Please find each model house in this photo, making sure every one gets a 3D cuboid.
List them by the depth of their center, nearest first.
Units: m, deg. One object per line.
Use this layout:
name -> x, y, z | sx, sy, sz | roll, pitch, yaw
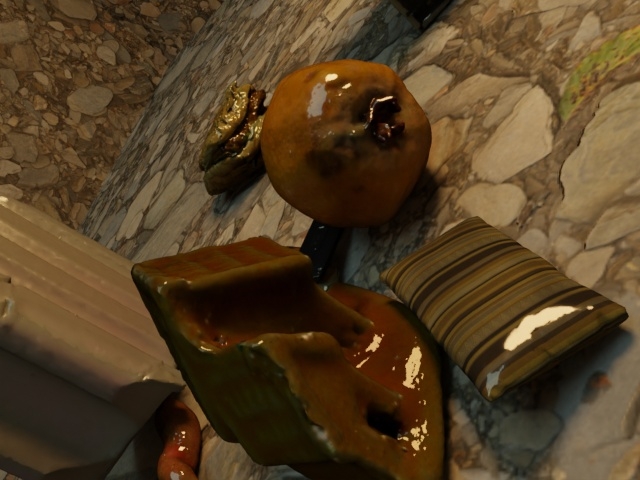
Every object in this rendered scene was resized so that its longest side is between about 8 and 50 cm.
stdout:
model house -> -0.033, 0.080, 0.510 | 0.173, 0.239, 0.268 | -59, 25, -9

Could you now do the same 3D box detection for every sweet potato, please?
sweet potato -> -0.176, 0.243, 0.766 | 0.202, 0.055, 0.058 | -132, 48, -64

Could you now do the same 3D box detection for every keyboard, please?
keyboard -> 0.000, 0.000, 0.756 | 0.053, 0.010, 0.155 | -9, 34, 27

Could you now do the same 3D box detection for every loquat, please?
loquat -> 0.025, -0.107, 0.687 | 0.176, 0.187, 0.234 | -51, 17, -9

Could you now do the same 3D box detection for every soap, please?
soap -> -0.411, 0.107, 0.833 | 0.213, 0.435, 0.350 | -55, 15, 8

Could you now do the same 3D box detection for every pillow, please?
pillow -> 0.128, 0.042, 0.491 | 0.113, 0.038, 0.203 | -31, 26, -2

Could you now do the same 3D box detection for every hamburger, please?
hamburger -> -0.152, -0.183, 1.175 | 0.206, 0.130, 0.183 | -49, 18, 57

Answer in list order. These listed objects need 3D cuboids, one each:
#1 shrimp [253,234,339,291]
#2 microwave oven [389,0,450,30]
shrimp -> -0.057, 0.051, 0.796 | 0.154, 0.062, 0.294 | -41, 30, 2
microwave oven -> 0.080, -0.532, 0.901 | 0.218, 0.355, 0.286 | -44, 28, 20
